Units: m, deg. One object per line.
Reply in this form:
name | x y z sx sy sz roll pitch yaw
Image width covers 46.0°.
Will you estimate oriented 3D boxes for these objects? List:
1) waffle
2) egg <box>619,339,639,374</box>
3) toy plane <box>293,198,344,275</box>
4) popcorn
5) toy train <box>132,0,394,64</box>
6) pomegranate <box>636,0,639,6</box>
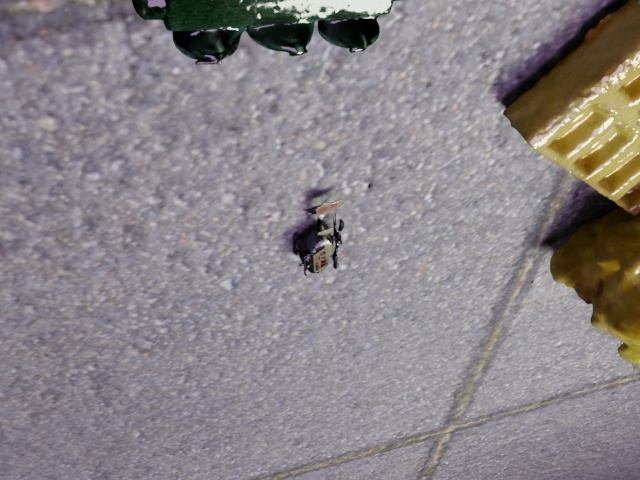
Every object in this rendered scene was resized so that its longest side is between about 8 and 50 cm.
waffle | 0.312 -0.119 0.730 0.168 0.057 0.274 -40 142 27
egg | 0.577 0.149 1.132 0.217 0.183 0.183 -31 145 6
toy plane | 0.000 0.000 0.761 0.049 0.031 0.121 -18 149 -13
popcorn | 0.402 0.036 0.859 0.253 0.191 0.190 -25 158 23
toy train | -0.032 -0.165 0.449 0.170 0.111 0.071 -11 146 -20
pomegranate | 0.243 -0.227 0.493 0.152 0.131 0.191 -26 161 22
